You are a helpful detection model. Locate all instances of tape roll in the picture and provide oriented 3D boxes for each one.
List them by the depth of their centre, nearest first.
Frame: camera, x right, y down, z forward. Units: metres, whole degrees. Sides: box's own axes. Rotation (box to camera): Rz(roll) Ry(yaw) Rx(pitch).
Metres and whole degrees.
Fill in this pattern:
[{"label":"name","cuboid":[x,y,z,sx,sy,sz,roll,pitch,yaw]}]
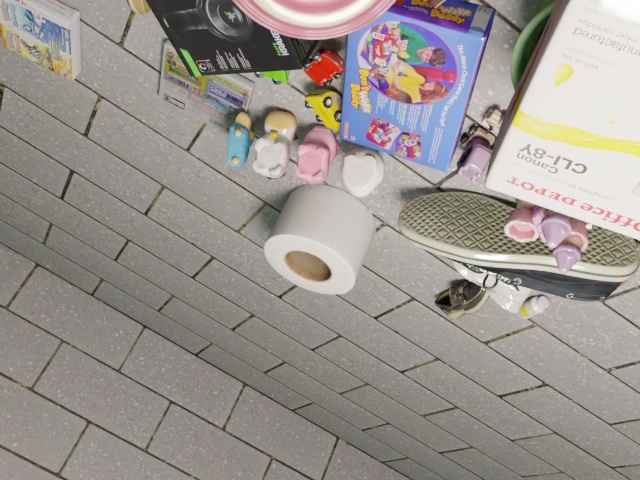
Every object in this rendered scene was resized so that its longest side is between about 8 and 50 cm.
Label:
[{"label":"tape roll","cuboid":[0.000,0.000,1.798,0.246,0.169,0.246,18,148,12]}]

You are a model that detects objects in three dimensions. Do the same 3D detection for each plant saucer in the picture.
[{"label":"plant saucer","cuboid":[-0.009,-0.452,1.066,0.332,0.084,0.332,0,127,-1]}]

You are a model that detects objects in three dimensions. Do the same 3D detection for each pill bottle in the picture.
[{"label":"pill bottle","cuboid":[0.532,0.166,1.795,0.043,0.043,0.083,32,148,-11]}]

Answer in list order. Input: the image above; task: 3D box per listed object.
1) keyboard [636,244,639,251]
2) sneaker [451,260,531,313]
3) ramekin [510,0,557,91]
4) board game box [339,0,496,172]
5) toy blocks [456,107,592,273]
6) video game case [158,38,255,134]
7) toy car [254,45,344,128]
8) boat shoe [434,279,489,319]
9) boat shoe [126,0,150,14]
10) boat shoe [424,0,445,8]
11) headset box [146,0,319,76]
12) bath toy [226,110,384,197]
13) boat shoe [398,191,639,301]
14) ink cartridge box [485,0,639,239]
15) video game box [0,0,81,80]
[{"label":"keyboard","cuboid":[0.756,0.020,1.389,0.317,0.033,0.201,36,133,-16]},{"label":"sneaker","cuboid":[0.406,0.062,1.704,0.232,0.090,0.115,38,106,9]},{"label":"ramekin","cuboid":[0.450,-0.288,1.069,0.303,0.148,0.303,18,148,12]},{"label":"board game box","cuboid":[0.164,-0.294,1.327,0.233,0.078,0.347,19,148,10]},{"label":"toy blocks","cuboid":[0.414,-0.087,1.289,0.309,0.260,0.288,29,149,-7]},{"label":"video game case","cuboid":[-0.261,-0.336,1.616,0.212,0.023,0.193,27,149,-2]},{"label":"toy car","cuboid":[-0.046,-0.334,1.425,0.225,0.053,0.239,25,159,13]},{"label":"boat shoe","cuboid":[0.363,0.144,1.846,0.073,0.080,0.223,24,154,-8]},{"label":"boat shoe","cuboid":[-0.338,-0.511,1.371,0.072,0.068,0.190,9,147,4]},{"label":"boat shoe","cuboid":[0.236,-0.419,1.094,0.073,0.073,0.207,35,148,-12]},{"label":"headset box","cuboid":[-0.171,-0.437,1.296,0.283,0.131,0.246,5,143,30]},{"label":"bath toy","cuboid":[-0.024,-0.190,1.575,0.348,0.151,0.129,15,-175,11]},{"label":"boat shoe","cuboid":[0.408,0.023,1.538,0.500,0.187,0.156,12,141,11]},{"label":"ink cartridge box","cuboid":[0.412,-0.189,0.941,0.279,0.160,0.385,21,149,7]},{"label":"video game box","cuboid":[-0.643,-0.483,1.642,0.187,0.048,0.205,28,149,-1]}]
